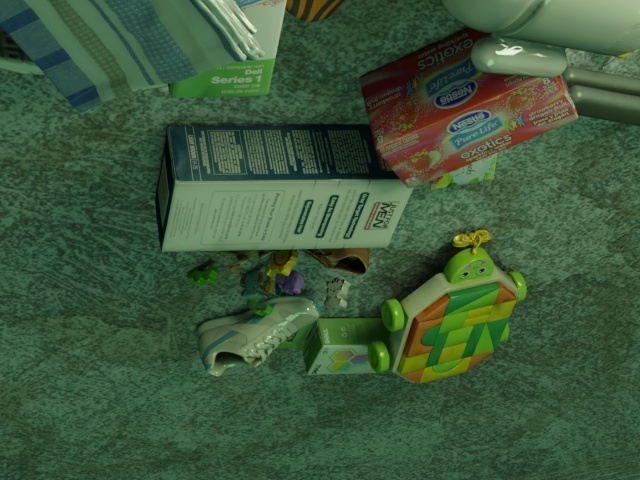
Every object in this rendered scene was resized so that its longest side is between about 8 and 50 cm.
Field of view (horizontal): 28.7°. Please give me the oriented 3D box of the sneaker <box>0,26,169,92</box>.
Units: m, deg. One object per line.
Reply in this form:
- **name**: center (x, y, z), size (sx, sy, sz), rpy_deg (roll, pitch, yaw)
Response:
- **sneaker**: center (-0.290, -0.219, 1.508), size (0.297, 0.111, 0.129), rpy_deg (3, 151, -20)

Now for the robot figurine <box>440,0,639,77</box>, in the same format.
- **robot figurine**: center (0.271, -0.324, 1.423), size (0.354, 0.200, 0.299), rpy_deg (5, 116, -24)

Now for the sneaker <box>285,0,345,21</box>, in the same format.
- **sneaker**: center (0.029, -0.320, 1.372), size (0.125, 0.180, 0.321), rpy_deg (1, 146, -18)

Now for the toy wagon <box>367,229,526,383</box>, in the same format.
- **toy wagon**: center (0.232, 0.122, 2.179), size (0.267, 0.068, 0.344), rpy_deg (-12, 142, -22)

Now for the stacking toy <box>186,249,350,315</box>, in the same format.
- **stacking toy**: center (-0.082, 0.067, 2.041), size (0.221, 0.052, 0.167), rpy_deg (-8, 152, 38)

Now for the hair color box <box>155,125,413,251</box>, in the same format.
- **hair color box**: center (-0.054, -0.074, 1.801), size (0.347, 0.105, 0.174), rpy_deg (-1, 146, -16)

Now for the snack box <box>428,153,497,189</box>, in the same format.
- **snack box**: center (0.210, -0.136, 1.851), size (0.100, 0.037, 0.141), rpy_deg (-10, 148, -4)

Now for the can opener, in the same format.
- **can opener**: center (0.467, -0.209, 1.787), size (0.280, 0.074, 0.093), rpy_deg (4, 140, -19)

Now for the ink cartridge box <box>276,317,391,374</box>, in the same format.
- **ink cartridge box**: center (0.031, 0.194, 2.287), size (0.209, 0.062, 0.109), rpy_deg (1, 145, -19)

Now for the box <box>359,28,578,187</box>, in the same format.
- **box**: center (0.197, -0.191, 1.677), size (0.257, 0.128, 0.122), rpy_deg (-22, 147, 18)

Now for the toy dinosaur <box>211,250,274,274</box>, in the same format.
- **toy dinosaur**: center (-0.120, 0.016, 1.904), size (0.183, 0.053, 0.092), rpy_deg (-9, -169, 21)

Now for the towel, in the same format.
- **towel**: center (-0.216, -0.231, 1.267), size (0.285, 0.034, 0.209), rpy_deg (-9, 132, 38)

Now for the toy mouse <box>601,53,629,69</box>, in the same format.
- **toy mouse**: center (0.460, -0.287, 1.697), size (0.143, 0.031, 0.161), rpy_deg (-12, 148, 1)

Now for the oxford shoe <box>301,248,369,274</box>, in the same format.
- **oxford shoe**: center (0.000, 0.000, 1.964), size (0.212, 0.076, 0.076), rpy_deg (20, 139, -35)

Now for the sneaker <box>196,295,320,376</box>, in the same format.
- **sneaker**: center (-0.103, 0.166, 2.176), size (0.229, 0.092, 0.087), rpy_deg (-21, 145, 13)

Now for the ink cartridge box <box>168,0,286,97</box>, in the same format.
- **ink cartridge box**: center (-0.103, -0.316, 1.318), size (0.117, 0.201, 0.278), rpy_deg (-2, 147, -13)
